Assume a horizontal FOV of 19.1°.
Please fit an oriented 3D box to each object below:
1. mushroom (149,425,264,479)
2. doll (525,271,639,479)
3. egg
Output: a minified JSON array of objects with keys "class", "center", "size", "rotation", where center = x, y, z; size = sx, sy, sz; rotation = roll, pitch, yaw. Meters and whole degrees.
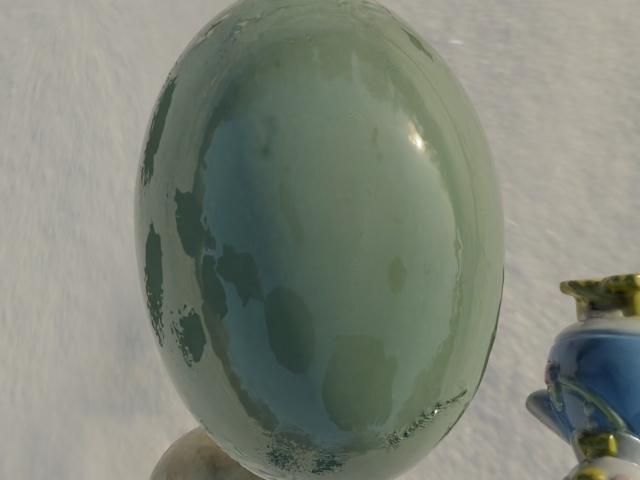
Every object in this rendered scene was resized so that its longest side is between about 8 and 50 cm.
[{"class":"mushroom","center":[-0.059,0.258,1.695],"size":[0.189,0.254,0.195],"rotation":[-3,70,32]},{"class":"doll","center":[0.217,0.144,1.410],"size":[0.135,0.099,0.241],"rotation":[3,73,9]},{"class":"egg","center":[0.000,0.000,1.037],"size":[0.203,0.203,0.282],"rotation":[-6,91,-7]}]
